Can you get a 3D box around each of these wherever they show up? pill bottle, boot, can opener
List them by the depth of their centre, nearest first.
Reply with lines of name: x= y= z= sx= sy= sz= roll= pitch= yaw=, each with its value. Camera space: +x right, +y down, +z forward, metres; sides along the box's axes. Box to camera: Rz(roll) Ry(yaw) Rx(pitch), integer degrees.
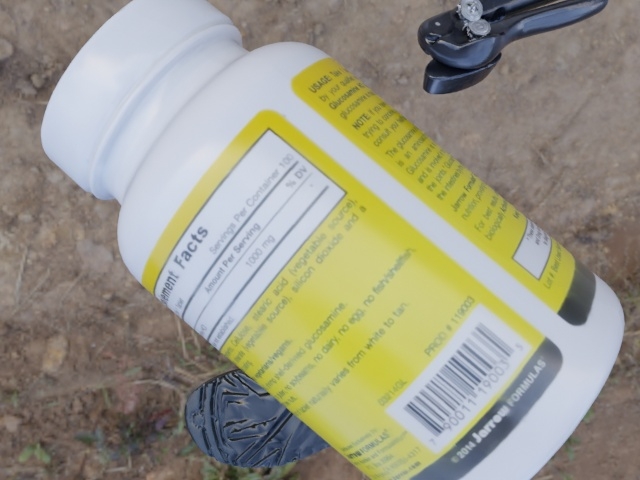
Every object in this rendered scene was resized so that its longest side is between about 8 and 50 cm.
pill bottle: x=0.000 y=0.000 z=0.450 sx=0.188 sy=0.334 sz=0.188 roll=-50 pitch=178 yaw=-3
can opener: x=0.159 y=-0.185 z=0.588 sx=0.186 sy=0.059 sz=0.073 roll=-29 pitch=169 yaw=-17
boot: x=0.008 y=0.148 z=0.741 sx=0.247 sy=0.094 sz=0.207 roll=-14 pitch=180 yaw=12
